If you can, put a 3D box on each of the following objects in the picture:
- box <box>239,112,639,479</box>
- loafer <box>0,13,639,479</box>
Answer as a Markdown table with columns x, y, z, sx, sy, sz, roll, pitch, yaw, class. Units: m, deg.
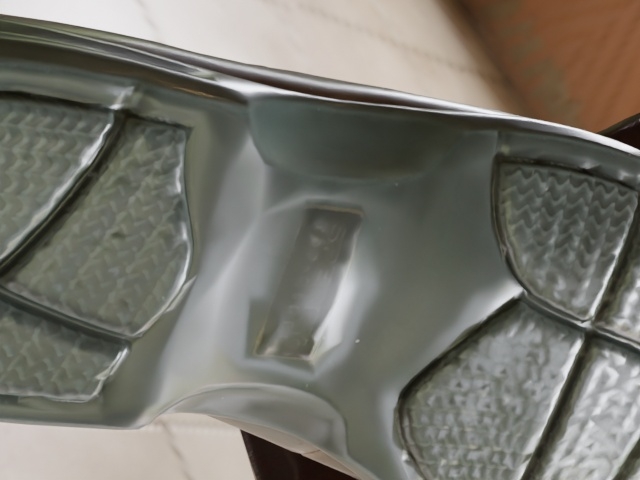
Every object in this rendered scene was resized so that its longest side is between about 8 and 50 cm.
| x | y | z | sx | sy | sz | roll | pitch | yaw | class |
| --- | --- | --- | --- | --- | --- | --- | --- | --- | --- |
| 0.179 | 0.037 | 0.634 | 0.191 | 0.381 | 0.143 | 56 | 9 | -55 | box |
| 0.000 | 0.000 | 0.408 | 0.267 | 0.096 | 0.084 | 17 | 17 | -36 | loafer |
